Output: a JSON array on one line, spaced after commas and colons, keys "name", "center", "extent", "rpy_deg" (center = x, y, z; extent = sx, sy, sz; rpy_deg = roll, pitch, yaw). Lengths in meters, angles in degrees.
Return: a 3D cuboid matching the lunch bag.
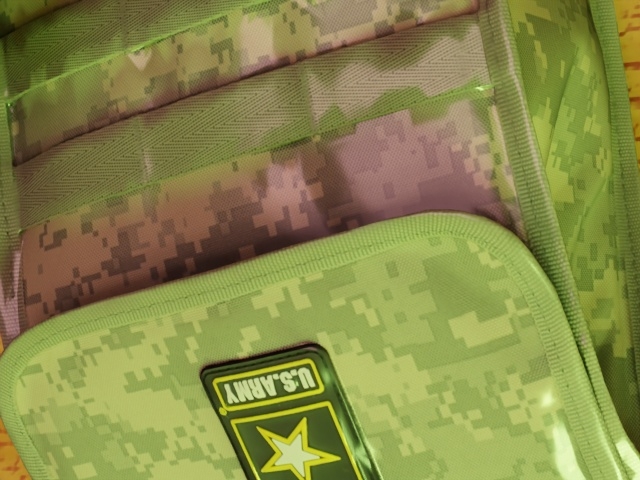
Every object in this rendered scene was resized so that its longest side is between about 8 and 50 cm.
[{"name": "lunch bag", "center": [0.000, 0.000, 0.679], "extent": [0.235, 0.169, 0.287], "rpy_deg": [-16, 74, 26]}]
